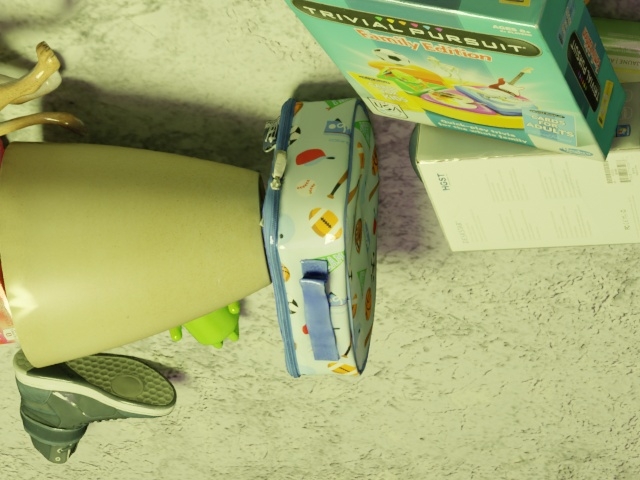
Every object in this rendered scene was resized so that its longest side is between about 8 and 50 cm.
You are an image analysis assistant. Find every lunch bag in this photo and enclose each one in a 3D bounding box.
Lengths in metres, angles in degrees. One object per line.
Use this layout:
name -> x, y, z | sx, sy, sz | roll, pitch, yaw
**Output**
lunch bag -> 0.000, 0.000, 2.015 | 0.115, 0.243, 0.303 | 1, 139, 9

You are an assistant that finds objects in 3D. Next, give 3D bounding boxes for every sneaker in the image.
sneaker -> -0.301, 0.234, 2.438 | 0.226, 0.086, 0.163 | 13, 128, 11

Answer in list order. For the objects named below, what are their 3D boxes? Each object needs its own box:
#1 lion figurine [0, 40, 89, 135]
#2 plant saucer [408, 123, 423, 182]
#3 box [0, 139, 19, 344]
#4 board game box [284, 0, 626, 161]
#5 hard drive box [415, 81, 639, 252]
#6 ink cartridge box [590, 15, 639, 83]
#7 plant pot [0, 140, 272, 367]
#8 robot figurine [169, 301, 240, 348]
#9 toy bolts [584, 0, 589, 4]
lion figurine -> -0.422, -0.199, 1.889 | 0.240, 0.142, 0.392 | -34, 125, -7
plant saucer -> 0.194, -0.085, 2.040 | 0.195, 0.037, 0.195 | 6, 138, 5
box -> -0.420, -0.009, 2.117 | 0.128, 0.122, 0.257 | -9, 114, 21
board game box -> 0.126, -0.185, 1.678 | 0.254, 0.079, 0.336 | 13, 168, 23
hard drive box -> 0.233, -0.073, 1.896 | 0.232, 0.089, 0.181 | -3, 147, 16
ink cartridge box -> 0.311, -0.124, 1.931 | 0.171, 0.056, 0.235 | 7, 125, 2
plant pot -> -0.196, -0.001, 2.026 | 0.274, 0.256, 0.256 | -7, 137, 3
robot figurine -> -0.147, 0.086, 2.269 | 0.101, 0.067, 0.115 | -24, 129, 19
toy bolts -> 0.163, -0.311, 1.702 | 0.228, 0.158, 0.218 | 9, 138, 0
